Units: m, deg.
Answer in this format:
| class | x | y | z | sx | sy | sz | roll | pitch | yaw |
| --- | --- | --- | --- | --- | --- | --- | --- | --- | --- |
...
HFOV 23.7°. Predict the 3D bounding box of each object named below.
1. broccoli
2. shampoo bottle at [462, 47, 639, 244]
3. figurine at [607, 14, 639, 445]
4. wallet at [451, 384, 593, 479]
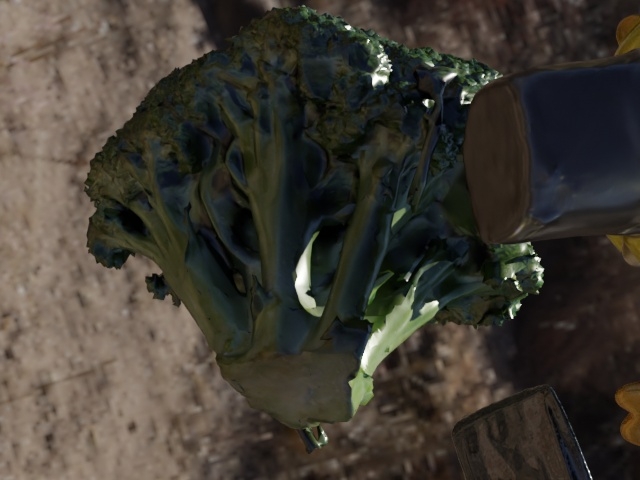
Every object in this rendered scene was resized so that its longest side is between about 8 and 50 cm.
| class | x | y | z | sx | sy | sz | roll | pitch | yaw |
| --- | --- | --- | --- | --- | --- | --- | --- | --- | --- |
| broccoli | 0.000 | 0.000 | 1.077 | 0.304 | 0.321 | 0.283 | 49 | 35 | -37 |
| shampoo bottle | 0.236 | -0.056 | 0.671 | 0.125 | 0.350 | 0.084 | 151 | -70 | -76 |
| figurine | 0.241 | -0.026 | 0.888 | 0.187 | 0.215 | 0.344 | 40 | 36 | -11 |
| wallet | 0.208 | 0.267 | 1.430 | 0.052 | 0.168 | 0.245 | -13 | 77 | -33 |
